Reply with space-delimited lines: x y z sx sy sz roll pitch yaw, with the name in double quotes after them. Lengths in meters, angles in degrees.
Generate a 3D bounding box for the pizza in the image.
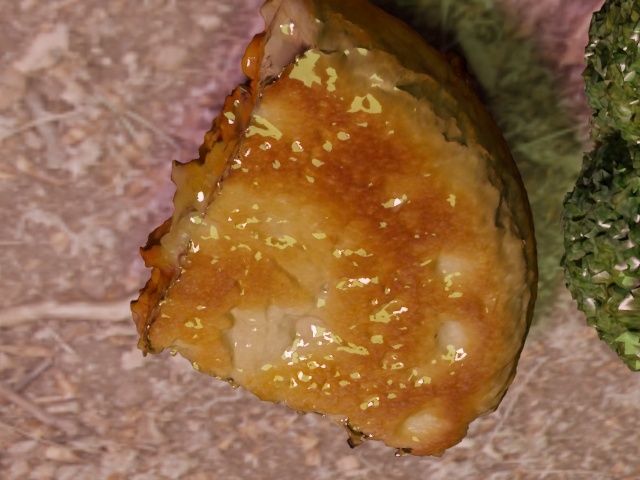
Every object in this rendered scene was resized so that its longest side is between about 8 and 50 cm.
0.000 0.000 1.060 0.226 0.086 0.335 -15 133 10 "pizza"

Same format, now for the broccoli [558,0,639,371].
0.282 -0.084 0.896 0.310 0.321 0.413 45 119 -7 "broccoli"
